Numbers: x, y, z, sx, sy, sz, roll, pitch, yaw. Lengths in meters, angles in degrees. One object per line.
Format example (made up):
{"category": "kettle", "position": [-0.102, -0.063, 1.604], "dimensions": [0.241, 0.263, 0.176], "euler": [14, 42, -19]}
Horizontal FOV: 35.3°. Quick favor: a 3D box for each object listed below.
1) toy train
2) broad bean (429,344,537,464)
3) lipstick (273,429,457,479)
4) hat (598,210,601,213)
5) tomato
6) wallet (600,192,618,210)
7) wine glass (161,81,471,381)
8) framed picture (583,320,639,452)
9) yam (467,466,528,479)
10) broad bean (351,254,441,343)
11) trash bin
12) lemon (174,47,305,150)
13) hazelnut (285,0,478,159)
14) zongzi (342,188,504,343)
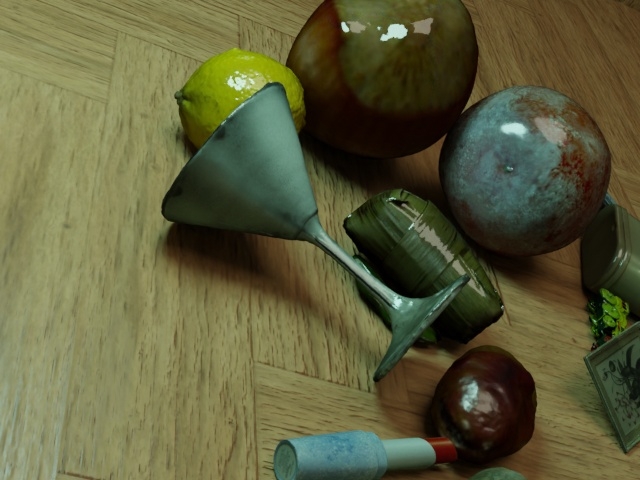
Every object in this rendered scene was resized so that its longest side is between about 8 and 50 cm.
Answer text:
{"category": "toy train", "position": [0.528, 0.180, 1.825], "dimensions": [0.085, 0.053, 0.250], "euler": [33, 34, -9]}
{"category": "broad bean", "position": [0.248, 0.235, 1.472], "dimensions": [0.156, 0.122, 0.228], "euler": [40, 38, 16]}
{"category": "lipstick", "position": [0.068, 0.283, 1.319], "dimensions": [0.274, 0.061, 0.068], "euler": [4, 41, -35]}
{"category": "hat", "position": [0.519, -0.111, 2.153], "dimensions": [0.205, 0.089, 0.205], "euler": [20, 36, -16]}
{"category": "tomato", "position": [0.373, -0.128, 1.860], "dimensions": [0.316, 0.317, 0.282], "euler": [44, 14, 17]}
{"category": "wallet", "position": [0.605, -0.118, 2.239], "dimensions": [0.232, 0.025, 0.119], "euler": [61, 5, 35]}
{"category": "wine glass", "position": [0.000, 0.000, 1.477], "dimensions": [0.406, 0.267, 0.267], "euler": [43, 35, 5]}
{"category": "framed picture", "position": [0.535, 0.247, 1.724], "dimensions": [0.231, 0.010, 0.173], "euler": [-19, 84, -49]}
{"category": "yam", "position": [0.189, 0.368, 1.270], "dimensions": [0.107, 0.107, 0.194], "euler": [46, 37, 20]}
{"category": "broad bean", "position": [0.110, 0.102, 1.595], "dimensions": [0.195, 0.046, 0.061], "euler": [42, 23, 6]}
{"category": "trash bin", "position": [0.656, 0.067, 2.019], "dimensions": [0.247, 0.121, 0.243], "euler": [31, 34, -9]}
{"category": "lemon", "position": [-0.129, -0.221, 1.683], "dimensions": [0.231, 0.192, 0.192], "euler": [10, 39, -21]}
{"category": "hazelnut", "position": [0.112, -0.302, 1.829], "dimensions": [0.365, 0.366, 0.366], "euler": [21, 35, -16]}
{"category": "zongzi", "position": [0.184, 0.029, 1.703], "dimensions": [0.286, 0.138, 0.300], "euler": [47, 8, 1]}
